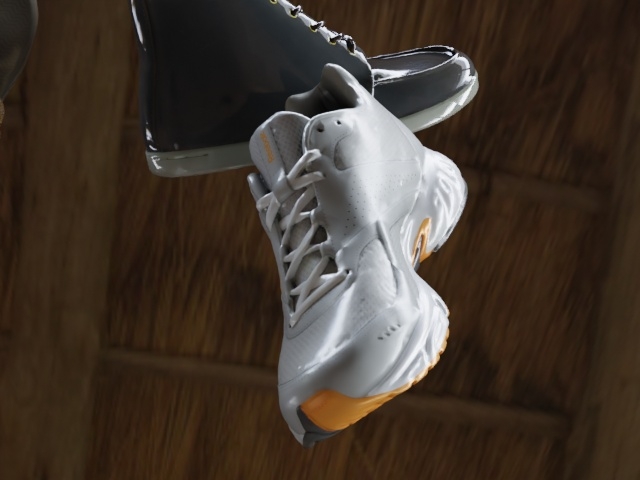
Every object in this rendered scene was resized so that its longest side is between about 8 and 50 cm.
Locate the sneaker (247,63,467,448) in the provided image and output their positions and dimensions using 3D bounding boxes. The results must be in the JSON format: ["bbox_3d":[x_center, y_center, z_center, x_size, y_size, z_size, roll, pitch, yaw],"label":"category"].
[{"bbox_3d":[0.000,0.000,0.900,0.121,0.099,0.262,48,-155,-19],"label":"sneaker"}]

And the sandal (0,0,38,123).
[{"bbox_3d":[-0.219,-0.059,0.952,0.060,0.090,0.219,42,-78,40],"label":"sandal"}]

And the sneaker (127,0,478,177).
[{"bbox_3d":[-0.005,-0.116,1.028,0.222,0.083,0.118,-15,-75,-26],"label":"sneaker"}]
